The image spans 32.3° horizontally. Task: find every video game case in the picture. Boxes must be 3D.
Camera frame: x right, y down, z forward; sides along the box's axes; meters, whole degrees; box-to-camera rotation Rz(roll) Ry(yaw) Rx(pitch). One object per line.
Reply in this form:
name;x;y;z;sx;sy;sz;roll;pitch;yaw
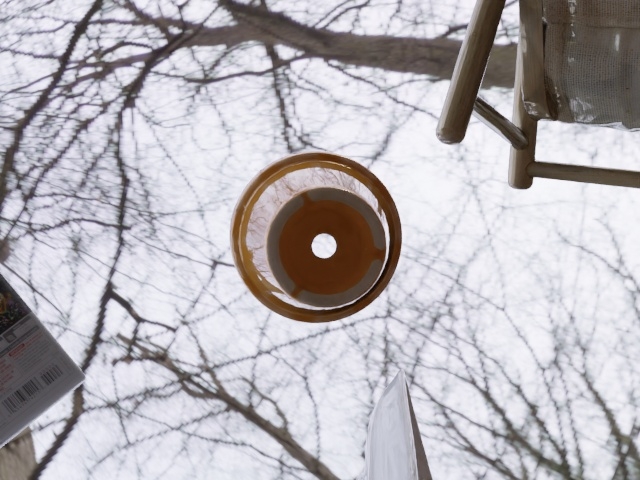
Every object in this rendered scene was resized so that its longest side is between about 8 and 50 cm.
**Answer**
video game case;-0.333;0.114;0.960;0.190;0.022;0.173;-39;-96;-18

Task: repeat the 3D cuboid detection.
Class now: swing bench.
swing bench;0.233;-0.155;0.679;0.165;0.253;0.255;19;-99;-62

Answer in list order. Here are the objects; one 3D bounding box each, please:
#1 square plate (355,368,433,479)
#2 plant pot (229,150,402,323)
square plate;0.068;0.298;0.651;0.049;0.344;0.347;-11;-75;6
plant pot;0.000;0.000;1.249;0.205;0.188;0.205;0;-86;-5
